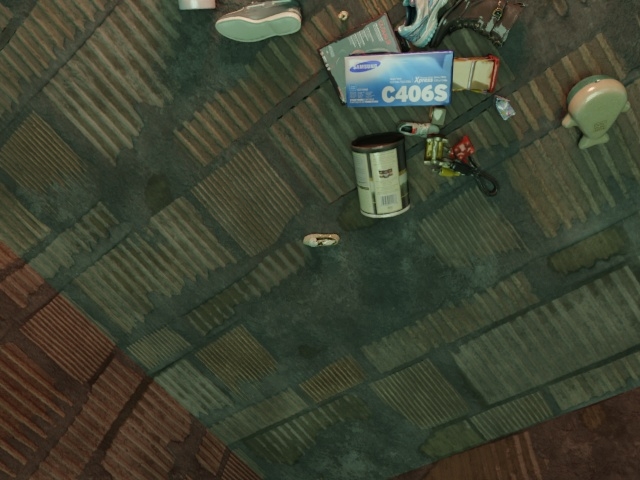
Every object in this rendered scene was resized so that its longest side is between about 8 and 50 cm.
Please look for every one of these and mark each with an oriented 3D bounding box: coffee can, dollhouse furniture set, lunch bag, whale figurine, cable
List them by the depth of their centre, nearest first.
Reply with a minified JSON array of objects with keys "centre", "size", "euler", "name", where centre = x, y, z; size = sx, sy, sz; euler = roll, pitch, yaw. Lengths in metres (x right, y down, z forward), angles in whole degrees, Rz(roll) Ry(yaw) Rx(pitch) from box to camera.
[{"centre":[0.948,-0.450,1.592],"size":[0.216,0.141,0.272],"euler":[-16,138,17],"name":"whale figurine"},{"centre":[0.486,-0.462,1.625],"size":[0.201,0.152,0.374],"euler":[5,116,6],"name":"dollhouse furniture set"},{"centre":[0.653,-0.482,1.636],"size":[0.053,0.071,0.083],"euler":[-36,105,21],"name":"lunch bag"},{"centre":[0.232,-0.251,1.747],"size":[0.201,0.201,0.275],"euler":[-5,116,11],"name":"coffee can"},{"centre":[0.581,-0.277,1.778],"size":[0.287,0.072,0.139],"euler":[22,101,-16],"name":"cable"}]

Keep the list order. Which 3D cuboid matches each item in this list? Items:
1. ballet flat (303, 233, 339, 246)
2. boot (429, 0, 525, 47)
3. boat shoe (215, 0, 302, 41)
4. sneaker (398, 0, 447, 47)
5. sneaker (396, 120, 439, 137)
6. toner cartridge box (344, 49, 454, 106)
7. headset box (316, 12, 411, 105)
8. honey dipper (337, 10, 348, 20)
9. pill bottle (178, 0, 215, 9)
[{"centre":[0.000,0.000,1.996],"size":[0.168,0.052,0.057],"euler":[-7,116,13],"name":"ballet flat"},{"centre":[0.519,-0.717,1.528],"size":[0.229,0.091,0.263],"euler":[31,115,-7],"name":"boot"},{"centre":[-0.218,-0.789,1.624],"size":[0.319,0.116,0.099],"euler":[1,74,16],"name":"boat shoe"},{"centre":[0.340,-0.784,1.478],"size":[0.122,0.110,0.283],"euler":[8,110,-25],"name":"sneaker"},{"centre":[0.366,-0.411,1.715],"size":[0.161,0.075,0.057],"euler":[9,118,4],"name":"sneaker"},{"centre":[0.259,-0.534,1.517],"size":[0.348,0.075,0.165],"euler":[3,115,17],"name":"toner cartridge box"},{"centre":[0.167,-0.642,1.610],"size":[0.293,0.110,0.218],"euler":[-20,111,18],"name":"headset box"},{"centre":[0.074,-0.757,1.538],"size":[0.030,0.161,0.030],"euler":[3,116,7],"name":"honey dipper"},{"centre":[-0.433,-0.926,1.537],"size":[0.153,0.153,0.265],"euler":[1,116,8],"name":"pill bottle"}]
